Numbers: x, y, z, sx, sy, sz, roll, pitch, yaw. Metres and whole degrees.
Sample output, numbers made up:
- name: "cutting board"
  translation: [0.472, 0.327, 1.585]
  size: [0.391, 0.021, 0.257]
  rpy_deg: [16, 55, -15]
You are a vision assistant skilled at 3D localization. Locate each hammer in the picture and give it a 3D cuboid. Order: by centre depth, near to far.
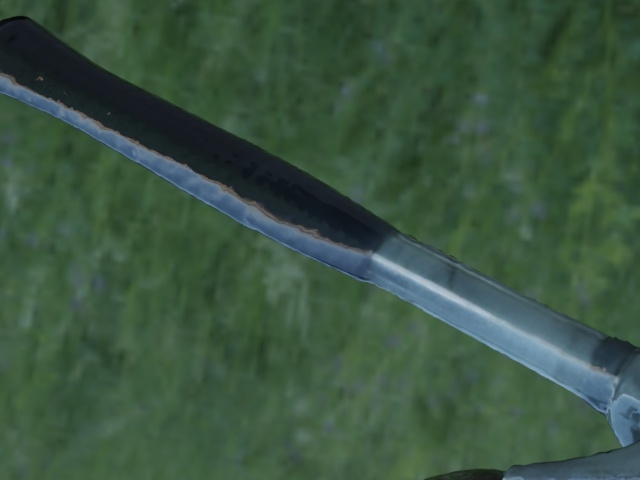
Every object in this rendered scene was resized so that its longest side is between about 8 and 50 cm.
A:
- name: "hammer"
  translation: [0.000, 0.000, 0.491]
  size: [0.246, 0.103, 0.029]
  rpy_deg: [27, 138, 21]

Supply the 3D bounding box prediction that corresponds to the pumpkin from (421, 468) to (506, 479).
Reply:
- name: "pumpkin"
  translation: [0.107, 0.293, 1.358]
  size: [0.232, 0.325, 0.242]
  rpy_deg: [57, 165, -10]
